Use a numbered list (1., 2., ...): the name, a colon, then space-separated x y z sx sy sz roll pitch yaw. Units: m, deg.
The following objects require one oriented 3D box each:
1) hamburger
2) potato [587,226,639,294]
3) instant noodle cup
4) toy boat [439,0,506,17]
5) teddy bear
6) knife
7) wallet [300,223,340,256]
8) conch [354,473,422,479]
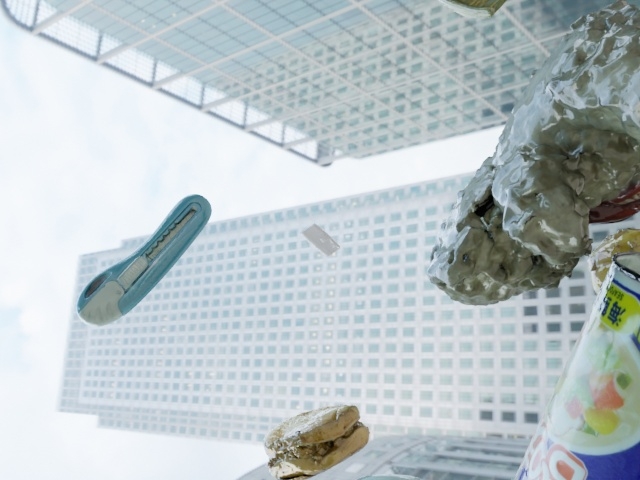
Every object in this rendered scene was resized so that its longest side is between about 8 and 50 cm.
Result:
1. hamburger: -0.014 0.396 1.387 0.214 0.214 0.108 -16 -101 -50
2. potato: 0.582 0.074 1.130 0.140 0.300 0.172 -40 -38 -77
3. instant noodle cup: 0.344 0.185 0.700 0.284 0.284 0.312 -7 -67 -50
4. toy boat: 0.124 -0.283 0.696 0.172 0.065 0.066 54 -173 26
5. teddy bear: 0.258 -0.055 0.700 0.224 0.367 0.357 40 -148 13
6. knife: -0.216 0.020 0.878 0.064 0.031 0.222 36 -116 8
7. wallet: 0.000 0.000 1.445 0.083 0.044 0.011 42 -148 -26
8. conch: 0.084 0.445 1.119 0.185 0.221 0.121 46 -154 -45
